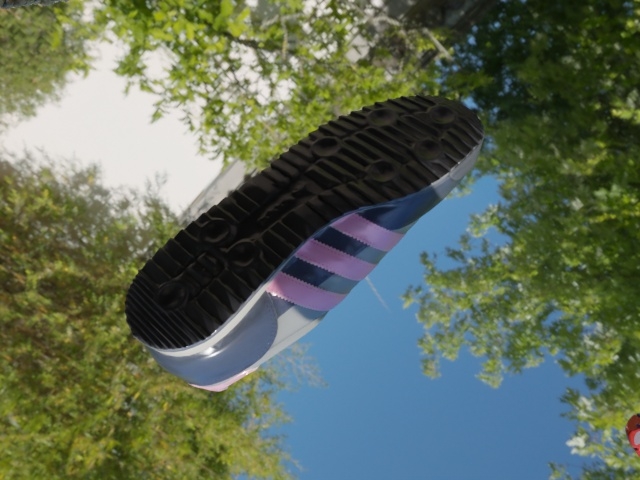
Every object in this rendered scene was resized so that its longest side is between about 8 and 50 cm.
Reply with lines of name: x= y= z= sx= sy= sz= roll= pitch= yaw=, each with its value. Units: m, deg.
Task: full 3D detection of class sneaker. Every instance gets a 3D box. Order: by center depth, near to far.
sneaker: x=0.000 y=0.000 z=0.517 sx=0.319 sy=0.131 sz=0.112 roll=-34 pitch=-124 yaw=-15

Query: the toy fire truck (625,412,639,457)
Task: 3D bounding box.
toy fire truck: x=0.557 y=0.260 z=0.985 sx=0.192 sy=0.135 sz=0.047 roll=-32 pitch=-176 yaw=36

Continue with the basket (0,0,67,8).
basket: x=-0.217 y=-0.271 z=0.328 sx=0.299 sy=0.213 sz=0.223 roll=-34 pitch=170 yaw=-47
